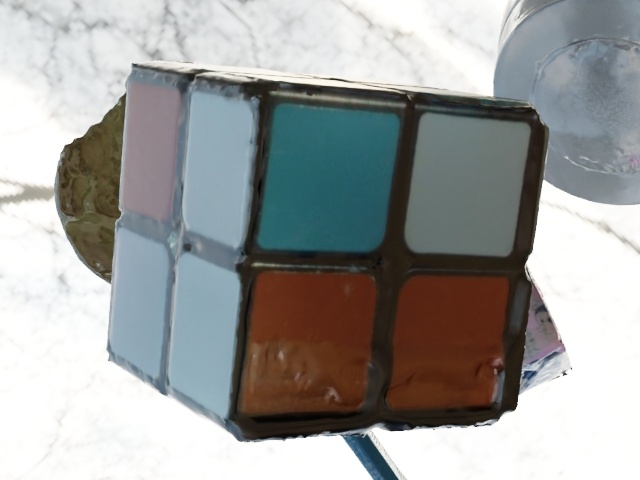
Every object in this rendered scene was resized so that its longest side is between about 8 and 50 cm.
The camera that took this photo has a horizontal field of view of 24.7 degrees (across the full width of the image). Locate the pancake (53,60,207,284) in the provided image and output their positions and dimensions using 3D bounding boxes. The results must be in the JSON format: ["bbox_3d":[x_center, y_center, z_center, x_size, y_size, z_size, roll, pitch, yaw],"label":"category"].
[{"bbox_3d":[-0.144,-0.058,1.431,0.222,0.236,0.042,23,179,-13],"label":"pancake"}]

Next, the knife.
[{"bbox_3d":[0.040,0.157,1.019,0.296,0.026,0.044,57,-164,-44],"label":"knife"}]

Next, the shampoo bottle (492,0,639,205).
[{"bbox_3d":[0.311,-0.191,1.448,0.273,0.273,0.266,43,-140,-6],"label":"shampoo bottle"}]

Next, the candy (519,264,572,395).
[{"bbox_3d":[0.182,0.065,1.414,0.092,0.073,0.160,61,-174,-58],"label":"candy"}]

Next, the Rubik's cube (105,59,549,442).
[{"bbox_3d":[0.000,0.000,0.798,0.183,0.180,0.167,-1,-170,-31],"label":"Rubik's cube"}]
